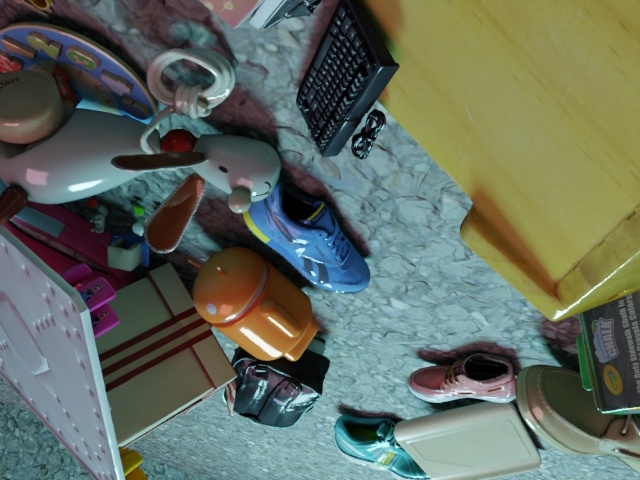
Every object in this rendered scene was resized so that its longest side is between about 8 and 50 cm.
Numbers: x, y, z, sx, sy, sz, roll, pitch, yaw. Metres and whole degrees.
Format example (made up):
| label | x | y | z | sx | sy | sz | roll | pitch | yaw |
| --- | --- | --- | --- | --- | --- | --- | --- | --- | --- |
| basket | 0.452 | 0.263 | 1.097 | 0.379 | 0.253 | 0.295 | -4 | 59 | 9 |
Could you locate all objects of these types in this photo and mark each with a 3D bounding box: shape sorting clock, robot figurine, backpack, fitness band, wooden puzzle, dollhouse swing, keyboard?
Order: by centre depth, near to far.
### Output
| label | x | y | z | sx | sy | sz | roll | pitch | yaw |
| --- | --- | --- | --- | --- | --- | --- | --- | --- | --- |
| dollhouse swing | 0.233 | -0.162 | 0.480 | 0.315 | 0.305 | 0.347 | -17 | 154 | -19 |
| keyboard | 0.020 | -0.128 | 0.607 | 0.108 | 0.023 | 0.180 | 60 | 160 | 7 |
| shape sorting clock | -0.288 | -0.169 | 0.788 | 0.206 | 0.040 | 0.206 | 15 | 148 | 10 |
| robot figurine | -0.101 | 0.094 | 1.002 | 0.128 | 0.158 | 0.219 | -33 | 126 | 18 |
| fitness band | -0.448 | 0.008 | 1.149 | 0.291 | 0.054 | 0.209 | 32 | 150 | -16 |
| backpack | -0.083 | 0.242 | 1.194 | 0.166 | 0.144 | 0.188 | 23 | 129 | -5 |
| wooden puzzle | 0.276 | 0.376 | 1.253 | 0.221 | 0.044 | 0.239 | -18 | 131 | 18 |

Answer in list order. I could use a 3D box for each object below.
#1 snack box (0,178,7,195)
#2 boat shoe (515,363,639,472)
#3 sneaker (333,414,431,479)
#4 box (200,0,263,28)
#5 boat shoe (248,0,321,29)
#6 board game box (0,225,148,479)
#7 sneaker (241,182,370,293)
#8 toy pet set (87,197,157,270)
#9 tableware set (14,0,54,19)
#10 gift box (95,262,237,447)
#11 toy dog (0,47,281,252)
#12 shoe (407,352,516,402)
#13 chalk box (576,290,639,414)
| label | x | y | z | sx | sy | sz | roll | pitch | yaw |
| --- | --- | --- | --- | --- | --- | --- | --- | --- | --- |
| snack box | -0.596 | -0.135 | 0.960 | 0.187 | 0.060 | 0.322 | -12 | 128 | 42 |
| boat shoe | 0.426 | 0.247 | 0.955 | 0.341 | 0.122 | 0.110 | 22 | 146 | -23 |
| sneaker | 0.154 | 0.428 | 1.402 | 0.275 | 0.107 | 0.110 | 6 | 133 | 19 |
| box | -0.081 | -0.263 | 0.476 | 0.170 | 0.091 | 0.130 | 35 | 146 | -22 |
| boat shoe | -0.017 | -0.204 | 0.553 | 0.040 | 0.049 | 0.142 | 34 | 158 | -20 |
| board game box | -0.375 | 0.115 | 0.887 | 0.390 | 0.050 | 0.390 | 32 | 136 | 30 |
| sneaker | 0.000 | 0.000 | 0.856 | 0.209 | 0.069 | 0.082 | 38 | 141 | -25 |
| toy pet set | -0.284 | -0.013 | 1.030 | 0.122 | 0.065 | 0.114 | 11 | 113 | 10 |
| tableware set | -0.327 | -0.280 | 0.656 | 0.154 | 0.024 | 0.104 | 33 | 146 | -18 |
| gift box | -0.296 | 0.225 | 1.151 | 0.276 | 0.258 | 0.255 | 59 | 148 | 3 |
| toy dog | -0.227 | -0.070 | 0.740 | 0.333 | 0.161 | 0.220 | -2 | 148 | 17 |
| shoe | 0.220 | 0.213 | 1.067 | 0.178 | 0.063 | 0.081 | -1 | 142 | 23 |
| chalk box | 0.373 | 0.114 | 0.719 | 0.132 | 0.132 | 0.213 | 9 | 158 | -29 |
